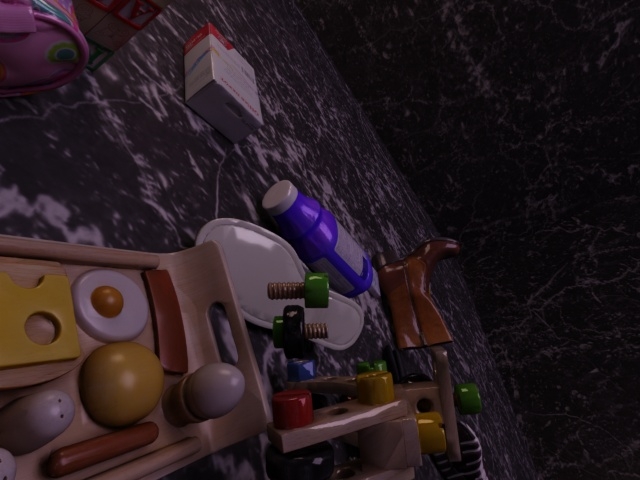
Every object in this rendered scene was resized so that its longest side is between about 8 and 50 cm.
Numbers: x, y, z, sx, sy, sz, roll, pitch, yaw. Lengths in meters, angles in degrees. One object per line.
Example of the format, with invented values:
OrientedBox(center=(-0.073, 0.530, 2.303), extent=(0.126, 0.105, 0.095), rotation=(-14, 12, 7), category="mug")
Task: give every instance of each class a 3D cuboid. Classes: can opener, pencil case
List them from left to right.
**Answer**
OrientedBox(center=(-0.310, -0.278, 0.377), extent=(0.124, 0.124, 0.285), rotation=(3, 64, -66), category="pencil case")
OrientedBox(center=(0.173, 0.302, 0.903), extent=(0.059, 0.073, 0.186), rotation=(45, 16, -20), category="can opener")

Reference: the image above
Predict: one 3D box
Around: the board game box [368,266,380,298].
OrientedBox(center=(0.125, 0.091, 1.091), extent=(0.090, 0.020, 0.090), rotation=(49, 24, -30), category="board game box")

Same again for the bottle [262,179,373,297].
OrientedBox(center=(0.000, 0.000, 0.808), extent=(0.283, 0.092, 0.118), rotation=(46, 26, -37), category="bottle")

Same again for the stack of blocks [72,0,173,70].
OrientedBox(center=(-0.289, -0.384, 0.488), extent=(0.087, 0.171, 0.298), rotation=(5, 60, -66), category="stack of blocks")

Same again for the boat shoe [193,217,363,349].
OrientedBox(center=(-0.064, 0.070, 0.618), extent=(0.319, 0.116, 0.099), rotation=(38, -12, -36), category="boat shoe")

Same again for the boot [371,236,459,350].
OrientedBox(center=(0.296, 0.138, 1.123), extent=(0.096, 0.263, 0.281), rotation=(95, -18, -57), category="boot")

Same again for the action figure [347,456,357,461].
OrientedBox(center=(0.089, 0.348, 0.640), extent=(0.137, 0.063, 0.232), rotation=(47, 22, -40), category="action figure")

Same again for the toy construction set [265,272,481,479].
OrientedBox(center=(0.071, 0.223, 0.424), extent=(0.258, 0.236, 0.309), rotation=(90, -1, -57), category="toy construction set")

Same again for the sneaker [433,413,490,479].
OrientedBox(center=(0.333, 0.503, 0.999), extent=(0.162, 0.106, 0.282), rotation=(-62, 132, -72), category="sneaker")

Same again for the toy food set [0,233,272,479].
OrientedBox(center=(-0.163, 0.082, 0.328), extent=(0.306, 0.092, 0.220), rotation=(17, 50, -63), category="toy food set")

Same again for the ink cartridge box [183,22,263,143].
OrientedBox(center=(-0.179, -0.285, 0.760), extent=(0.127, 0.072, 0.175), rotation=(37, 33, -49), category="ink cartridge box")
